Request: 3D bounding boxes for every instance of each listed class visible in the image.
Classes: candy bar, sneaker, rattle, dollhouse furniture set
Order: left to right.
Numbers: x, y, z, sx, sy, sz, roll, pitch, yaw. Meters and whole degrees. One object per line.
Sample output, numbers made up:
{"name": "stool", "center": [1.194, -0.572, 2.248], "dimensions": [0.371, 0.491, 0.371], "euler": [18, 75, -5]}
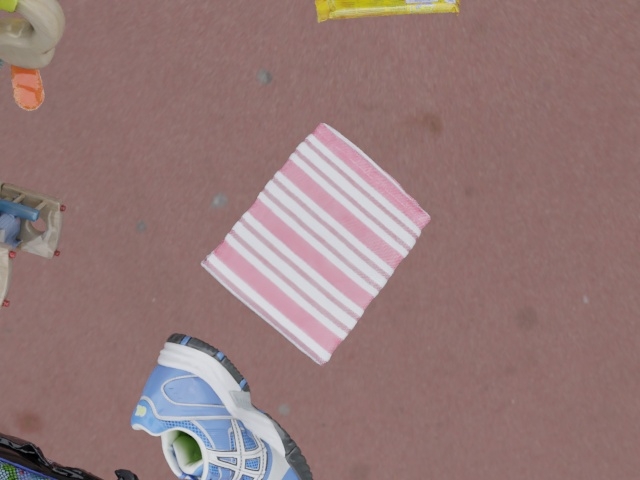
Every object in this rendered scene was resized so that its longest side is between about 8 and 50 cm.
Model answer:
{"name": "dollhouse furniture set", "center": [-0.314, -0.057, 0.981], "dimensions": [0.129, 0.129, 0.184], "euler": [17, 115, 3]}
{"name": "rattle", "center": [-0.270, -0.221, 0.926], "dimensions": [0.130, 0.200, 0.143], "euler": [-6, 72, 4]}
{"name": "sneaker", "center": [-0.079, 0.167, 0.850], "dimensions": [0.080, 0.081, 0.211], "euler": [3, 139, 45]}
{"name": "candy bar", "center": [0.075, -0.257, 1.157], "dimensions": [0.161, 0.040, 0.018], "euler": [-3, 138, 0]}

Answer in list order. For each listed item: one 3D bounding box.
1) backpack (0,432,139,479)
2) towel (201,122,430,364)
{"name": "backpack", "center": [-0.135, 0.106, 0.369], "dimensions": [0.114, 0.084, 0.105], "euler": [28, 151, -12]}
{"name": "towel", "center": [0.000, 0.000, 0.972], "dimensions": [0.144, 0.197, 0.029], "euler": [41, 153, -5]}
